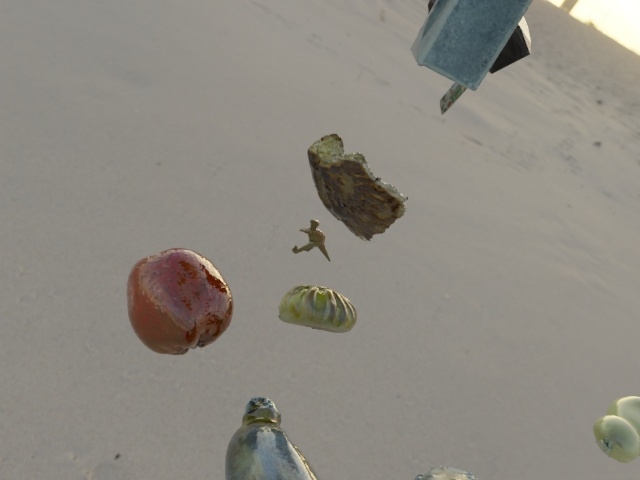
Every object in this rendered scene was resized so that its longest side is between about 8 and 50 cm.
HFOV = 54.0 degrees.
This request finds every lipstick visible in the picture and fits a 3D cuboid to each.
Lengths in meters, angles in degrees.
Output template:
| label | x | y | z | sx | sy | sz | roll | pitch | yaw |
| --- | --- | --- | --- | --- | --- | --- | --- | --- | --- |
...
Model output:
| label | x | y | z | sx | sy | sz | roll | pitch | yaw |
| --- | --- | --- | --- | --- | --- | --- | --- | --- | --- |
| lipstick | 0.185 | -0.282 | 0.564 | 0.078 | 0.289 | 0.076 | 25 | 27 | -10 |

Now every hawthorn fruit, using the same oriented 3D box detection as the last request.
| label | x | y | z | sx | sy | sz | roll | pitch | yaw |
| --- | --- | --- | --- | --- | --- | --- | --- | --- | --- |
| hawthorn fruit | -0.239 | 0.101 | 1.043 | 0.189 | 0.189 | 0.189 | 28 | 22 | -13 |

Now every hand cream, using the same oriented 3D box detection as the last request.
| label | x | y | z | sx | sy | sz | roll | pitch | yaw |
| --- | --- | --- | --- | --- | --- | --- | --- | --- | --- |
| hand cream | 0.317 | -0.351 | 1.395 | 0.037 | 0.165 | 0.057 | 34 | -12 | 28 |

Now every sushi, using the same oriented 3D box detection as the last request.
| label | x | y | z | sx | sy | sz | roll | pitch | yaw |
| --- | --- | --- | --- | --- | --- | --- | --- | --- | --- |
| sushi | 0.361 | -0.537 | 1.498 | 0.227 | 0.212 | 0.215 | 50 | 36 | -26 |

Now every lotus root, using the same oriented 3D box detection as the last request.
| label | x | y | z | sx | sy | sz | roll | pitch | yaw |
| --- | --- | --- | --- | --- | --- | --- | --- | --- | --- |
| lotus root | -0.073 | 0.365 | 0.918 | 0.322 | 0.140 | 0.158 | 52 | -6 | 50 |

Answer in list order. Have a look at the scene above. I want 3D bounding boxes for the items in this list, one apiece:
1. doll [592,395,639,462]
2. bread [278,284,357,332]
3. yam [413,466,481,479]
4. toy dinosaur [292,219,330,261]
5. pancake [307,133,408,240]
| label | x | y | z | sx | sy | sz | roll | pitch | yaw |
| --- | --- | --- | --- | --- | --- | --- | --- | --- | --- |
| doll | 0.696 | 0.436 | 1.430 | 0.296 | 0.117 | 0.141 | -4 | 53 | -40 |
| bread | 0.002 | 0.126 | 1.137 | 0.157 | 0.083 | 0.094 | 15 | -2 | -17 |
| yam | 0.264 | 0.484 | 0.909 | 0.241 | 0.240 | 0.348 | 18 | -9 | -34 |
| toy dinosaur | 0.000 | 0.000 | 1.697 | 0.162 | 0.126 | 0.039 | 18 | 43 | -34 |
| pancake | 0.056 | -0.098 | 1.196 | 0.212 | 0.257 | 0.056 | 40 | 64 | -1 |
